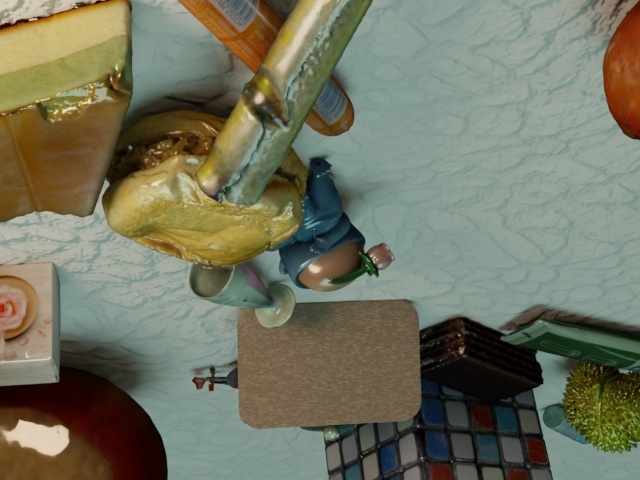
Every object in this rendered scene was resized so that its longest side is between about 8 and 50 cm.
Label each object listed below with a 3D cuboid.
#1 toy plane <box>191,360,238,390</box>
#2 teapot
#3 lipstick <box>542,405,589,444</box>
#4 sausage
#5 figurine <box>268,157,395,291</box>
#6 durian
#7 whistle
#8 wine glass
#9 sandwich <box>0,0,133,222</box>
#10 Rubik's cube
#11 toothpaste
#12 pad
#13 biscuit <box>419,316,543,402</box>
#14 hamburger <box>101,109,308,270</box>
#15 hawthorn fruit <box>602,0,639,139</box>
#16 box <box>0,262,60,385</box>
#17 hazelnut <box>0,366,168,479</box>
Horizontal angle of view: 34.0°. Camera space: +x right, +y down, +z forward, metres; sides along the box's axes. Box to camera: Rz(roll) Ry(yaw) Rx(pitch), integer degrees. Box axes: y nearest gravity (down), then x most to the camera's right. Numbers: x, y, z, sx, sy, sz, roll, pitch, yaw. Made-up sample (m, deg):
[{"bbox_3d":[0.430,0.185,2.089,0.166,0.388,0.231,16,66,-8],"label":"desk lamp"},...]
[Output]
[{"bbox_3d":[-0.132,0.220,1.658,0.145,0.037,0.060,-1,142,2],"label":"toy plane"},{"bbox_3d":[0.008,0.233,1.610,0.163,0.149,0.239,-5,152,-1],"label":"teapot"},{"bbox_3d":[0.492,0.365,2.068,0.048,0.048,0.158,-24,147,28],"label":"lipstick"},{"bbox_3d":[-0.055,-0.181,0.938,0.053,0.053,0.348,-20,149,22],"label":"sausage"},{"bbox_3d":[0.006,0.000,1.205,0.114,0.144,0.178,-36,145,-22],"label":"figurine"},{"bbox_3d":[0.489,0.282,1.793,0.159,0.146,0.198,12,-170,-1],"label":"durian"},{"bbox_3d":[-0.012,-0.162,0.896,0.068,0.057,0.326,-17,147,-54],"label":"whistle"},{"bbox_3d":[-0.097,0.061,1.358,0.073,0.073,0.155,-22,152,24],"label":"wine glass"},{"bbox_3d":[-0.243,-0.110,0.970,0.220,0.108,0.186,-15,151,9],"label":"sandwich"},{"bbox_3d":[0.203,0.405,1.825,0.287,0.293,0.292,11,145,-30],"label":"Rubik's cube"},{"bbox_3d":[0.470,0.174,1.706,0.392,0.061,0.099,14,151,-28],"label":"toothpaste"},{"bbox_3d":[0.014,0.176,1.497,0.266,0.176,0.002,-1,178,-10],"label":"pad"},{"bbox_3d":[0.255,0.197,1.684,0.106,0.070,0.252,-27,145,33],"label":"biscuit"},{"bbox_3d":[-0.123,-0.049,1.087,0.214,0.108,0.213,3,153,1],"label":"hamburger"},{"bbox_3d":[0.385,-0.163,0.917,0.224,0.224,0.261,18,126,-38],"label":"hawthorn fruit"},{"bbox_3d":[-0.424,0.107,1.294,0.199,0.135,0.081,-3,151,-10],"label":"box"},{"bbox_3d":[-0.431,0.363,1.558,0.410,0.359,0.359,-1,152,7],"label":"hazelnut"}]
